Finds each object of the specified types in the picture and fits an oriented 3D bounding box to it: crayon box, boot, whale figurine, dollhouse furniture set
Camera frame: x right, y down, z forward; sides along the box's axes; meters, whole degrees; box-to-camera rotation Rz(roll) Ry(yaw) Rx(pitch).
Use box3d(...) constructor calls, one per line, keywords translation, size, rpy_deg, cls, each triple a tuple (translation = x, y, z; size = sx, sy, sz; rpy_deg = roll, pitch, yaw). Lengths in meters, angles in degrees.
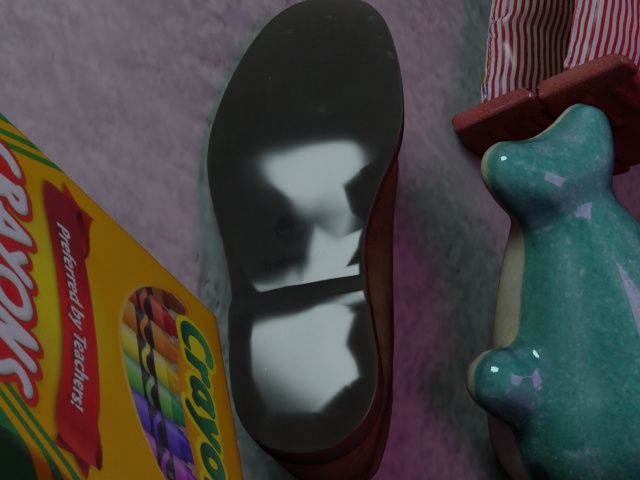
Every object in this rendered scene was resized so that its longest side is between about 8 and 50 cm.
box3d(translation=(-0.124, 0.061, 0.725), size=(0.318, 0.081, 0.202), rpy_deg=(47, 19, -40), cls="crayon box")
box3d(translation=(0.000, 0.000, 0.985), size=(0.115, 0.112, 0.305), rpy_deg=(63, 25, -59), cls="boot")
box3d(translation=(0.189, 0.053, 1.079), size=(0.216, 0.141, 0.272), rpy_deg=(-25, 109, -32), cls="whale figurine")
box3d(translation=(0.273, -0.108, 1.256), size=(0.374, 0.152, 0.201), rpy_deg=(29, 57, -39), cls="dollhouse furniture set")
